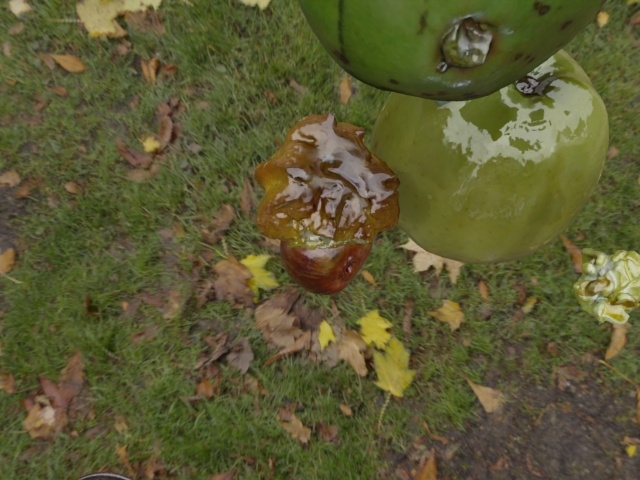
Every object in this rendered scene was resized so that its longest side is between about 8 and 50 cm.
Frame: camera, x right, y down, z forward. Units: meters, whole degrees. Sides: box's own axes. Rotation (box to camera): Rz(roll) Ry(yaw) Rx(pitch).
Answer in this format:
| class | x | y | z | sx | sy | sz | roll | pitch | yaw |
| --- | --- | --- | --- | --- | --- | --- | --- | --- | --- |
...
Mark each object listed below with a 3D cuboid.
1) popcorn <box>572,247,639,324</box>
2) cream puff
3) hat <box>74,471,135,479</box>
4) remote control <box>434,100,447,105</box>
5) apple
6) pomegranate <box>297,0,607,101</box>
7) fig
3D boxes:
| class | x | y | z | sx | sy | sz | roll | pitch | yaw |
| --- | --- | --- | --- | --- | --- | --- | --- | --- | --- |
| popcorn | 0.536 | 0.082 | 1.247 | 0.141 | 0.162 | 0.136 | -27 | 131 | 10 |
| cream puff | 0.006 | -0.084 | 1.141 | 0.269 | 0.155 | 0.241 | -34 | 89 | -29 |
| hat | -0.330 | 0.451 | 1.101 | 0.192 | 0.082 | 0.193 | 0 | 96 | 4 |
| remote control | 0.293 | -0.299 | 1.021 | 0.296 | 0.140 | 0.056 | -32 | 92 | 0 |
| apple | 0.332 | -0.187 | 1.371 | 0.473 | 0.473 | 0.474 | 0 | 87 | -1 |
| pomegranate | 0.094 | -0.240 | 0.510 | 0.254 | 0.254 | 0.271 | 1 | 70 | -1 |
| fig | 0.001 | 0.001 | 1.355 | 0.205 | 0.205 | 0.205 | 0 | 87 | -1 |
